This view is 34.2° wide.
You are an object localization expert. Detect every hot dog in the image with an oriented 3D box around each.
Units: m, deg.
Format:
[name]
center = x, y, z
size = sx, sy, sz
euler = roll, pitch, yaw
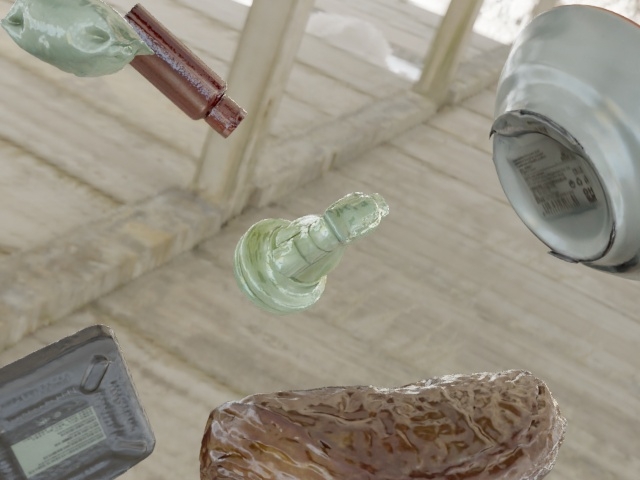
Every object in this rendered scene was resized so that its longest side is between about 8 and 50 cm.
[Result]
[hot dog]
center = 0.071, 0.234, 1.081
size = 0.388, 0.267, 0.174
euler = -3, -111, -19

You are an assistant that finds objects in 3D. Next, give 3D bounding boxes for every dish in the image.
[dish]
center = 0.217, -0.060, 0.868
size = 0.085, 0.260, 0.260
euler = -30, -132, -20

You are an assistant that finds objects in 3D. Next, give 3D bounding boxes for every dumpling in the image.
[dumpling]
center = -0.317, -0.262, 1.378
size = 0.217, 0.149, 0.104
euler = 14, -115, 21

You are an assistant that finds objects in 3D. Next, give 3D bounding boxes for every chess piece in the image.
[chess piece]
center = 0.000, 0.000, 1.682
size = 0.176, 0.298, 0.175
euler = 18, -122, -30

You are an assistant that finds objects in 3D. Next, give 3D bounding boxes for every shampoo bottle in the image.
[shampoo bottle]
center = -0.239, -0.280, 1.764
size = 0.260, 0.102, 0.064
euler = 42, -136, -11

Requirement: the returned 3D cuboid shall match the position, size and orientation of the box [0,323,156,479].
[box]
center = -0.422, 0.295, 1.641
size = 0.290, 0.288, 0.073
euler = -25, -142, -18
